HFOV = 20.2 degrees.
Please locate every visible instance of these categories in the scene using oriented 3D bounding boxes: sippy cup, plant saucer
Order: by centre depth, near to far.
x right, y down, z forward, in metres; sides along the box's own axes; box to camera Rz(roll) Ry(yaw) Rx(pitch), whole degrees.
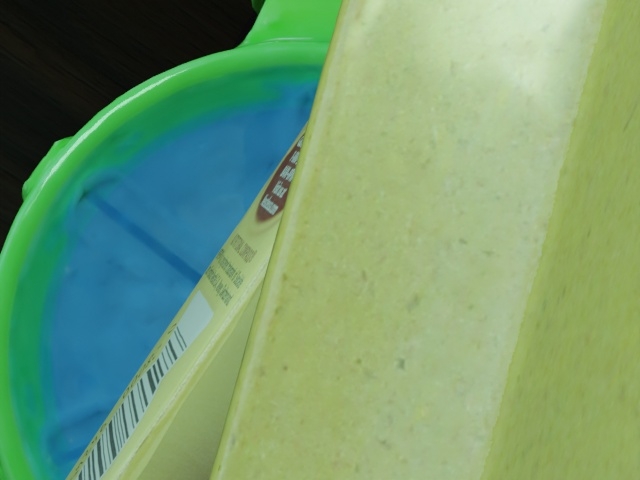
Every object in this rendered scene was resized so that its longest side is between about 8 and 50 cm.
[{"bbox_3d":[0.062,-0.030,0.312,0.333,0.081,0.333,154,132,-79],"label":"plant saucer"},{"bbox_3d":[-0.016,0.055,0.755,0.305,0.240,0.224,-48,-2,-10],"label":"sippy cup"}]

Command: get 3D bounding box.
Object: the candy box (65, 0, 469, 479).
[{"bbox_3d":[0.076,0.016,0.525,0.316,0.183,0.087,-56,11,1],"label":"candy box"}]
